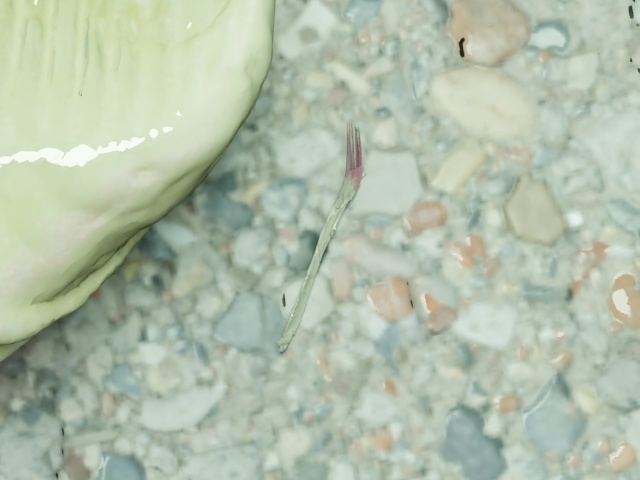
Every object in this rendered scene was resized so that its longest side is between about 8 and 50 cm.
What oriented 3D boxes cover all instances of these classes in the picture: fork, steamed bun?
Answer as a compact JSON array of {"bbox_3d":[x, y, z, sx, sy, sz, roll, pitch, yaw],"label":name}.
[{"bbox_3d":[0.001,0.000,0.738,0.012,0.016,0.115,21,94,37],"label":"fork"},{"bbox_3d":[-0.165,-0.078,0.702,0.280,0.207,0.268,-36,78,-16],"label":"steamed bun"}]
